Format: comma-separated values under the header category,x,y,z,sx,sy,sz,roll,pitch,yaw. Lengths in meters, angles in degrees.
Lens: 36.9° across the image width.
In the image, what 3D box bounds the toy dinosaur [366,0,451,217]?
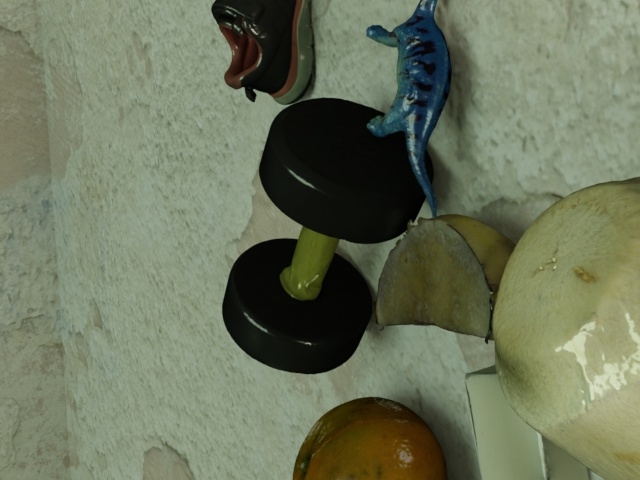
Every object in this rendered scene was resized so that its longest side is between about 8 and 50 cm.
category,x,y,z,sx,sy,sz,roll,pitch,yaw
toy dinosaur,0.112,-0.190,1.110,0.144,0.076,0.329,4,86,62

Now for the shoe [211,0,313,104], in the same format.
category,x,y,z,sx,sy,sz,roll,pitch,yaw
shoe,-0.088,-0.332,1.332,0.114,0.137,0.291,23,117,53

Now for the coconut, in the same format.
category,x,y,z,sx,sy,sz,roll,pitch,yaw
coconut,0.279,0.086,0.781,0.237,0.265,0.237,-44,28,32

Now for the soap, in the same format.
category,x,y,z,sx,sy,sz,roll,pitch,yaw
soap,0.229,0.232,1.064,0.121,0.063,0.183,-11,90,59

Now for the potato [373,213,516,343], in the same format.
category,x,y,z,sx,sy,sz,roll,pitch,yaw
potato,0.154,0.037,1.095,0.243,0.098,0.138,-1,97,61

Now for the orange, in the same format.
category,x,y,z,sx,sy,sz,roll,pitch,yaw
orange,0.055,0.312,1.225,0.240,0.171,0.240,-53,23,34

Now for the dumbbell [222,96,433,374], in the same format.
category,x,y,z,sx,sy,sz,roll,pitch,yaw
dumbbell,0.000,0.000,1.230,0.204,0.203,0.323,55,141,34
